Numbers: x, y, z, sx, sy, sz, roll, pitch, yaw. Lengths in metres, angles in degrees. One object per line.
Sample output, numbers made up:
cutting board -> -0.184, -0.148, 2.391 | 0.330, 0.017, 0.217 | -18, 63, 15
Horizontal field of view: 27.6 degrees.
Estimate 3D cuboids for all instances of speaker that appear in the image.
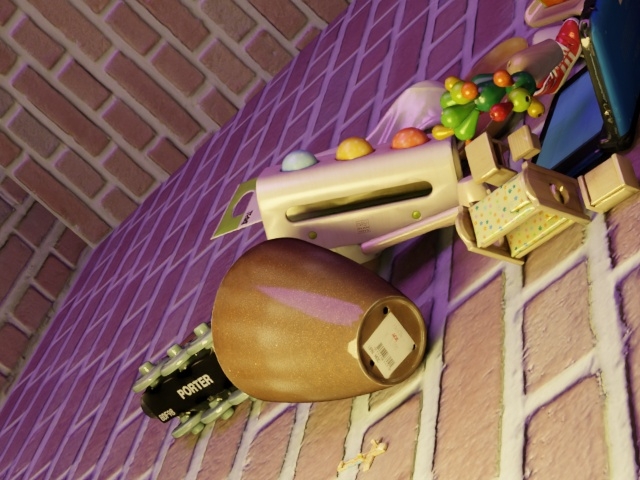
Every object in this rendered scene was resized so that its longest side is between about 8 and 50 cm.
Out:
speaker -> 0.359, -0.289, 1.892 | 0.055, 0.055, 0.136 | -50, 15, -8

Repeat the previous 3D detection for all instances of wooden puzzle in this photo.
wooden puzzle -> 0.400, -0.410, 1.892 | 0.221, 0.044, 0.238 | -52, 14, -3

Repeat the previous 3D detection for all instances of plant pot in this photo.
plant pot -> 0.247, -0.206, 1.994 | 0.236, 0.032, 0.236 | -48, 18, 21
plant pot -> 0.017, 0.111, 1.604 | 0.230, 0.215, 0.215 | 7, 54, 54

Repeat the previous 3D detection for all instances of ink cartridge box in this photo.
ink cartridge box -> -0.030, -0.053, 2.146 | 0.255, 0.097, 0.189 | -18, 27, 24

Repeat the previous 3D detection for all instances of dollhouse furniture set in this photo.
dollhouse furniture set -> 0.240, -0.090, 1.483 | 0.182, 0.101, 0.161 | -37, 52, 38

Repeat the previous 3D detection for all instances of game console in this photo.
game console -> 0.318, -0.222, 1.635 | 0.173, 0.250, 0.293 | -7, 36, 28

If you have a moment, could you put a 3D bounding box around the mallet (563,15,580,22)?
mallet -> 0.407, -0.381, 2.043 | 0.062, 0.039, 0.190 | -38, 13, 23

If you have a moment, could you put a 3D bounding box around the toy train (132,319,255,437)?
toy train -> -0.152, 0.181, 2.003 | 0.334, 0.142, 0.190 | -34, 8, 47

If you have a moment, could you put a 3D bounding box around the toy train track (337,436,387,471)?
toy train track -> 0.044, 0.245, 1.489 | 0.083, 0.014, 0.048 | -34, 20, 43

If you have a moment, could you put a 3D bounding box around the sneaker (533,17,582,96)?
sneaker -> 0.322, -0.251, 1.811 | 0.067, 0.042, 0.118 | -19, -43, -41

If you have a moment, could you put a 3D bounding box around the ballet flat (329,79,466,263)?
ballet flat -> 0.077, -0.058, 1.932 | 0.400, 0.139, 0.139 | -51, 14, 10

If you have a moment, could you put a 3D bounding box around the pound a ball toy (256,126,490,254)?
pound a ball toy -> 0.075, -0.070, 1.761 | 0.319, 0.136, 0.208 | -11, 15, 11

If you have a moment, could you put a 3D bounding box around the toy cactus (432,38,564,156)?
toy cactus -> 0.234, -0.186, 1.644 | 0.180, 0.112, 0.219 | -35, 4, -12
